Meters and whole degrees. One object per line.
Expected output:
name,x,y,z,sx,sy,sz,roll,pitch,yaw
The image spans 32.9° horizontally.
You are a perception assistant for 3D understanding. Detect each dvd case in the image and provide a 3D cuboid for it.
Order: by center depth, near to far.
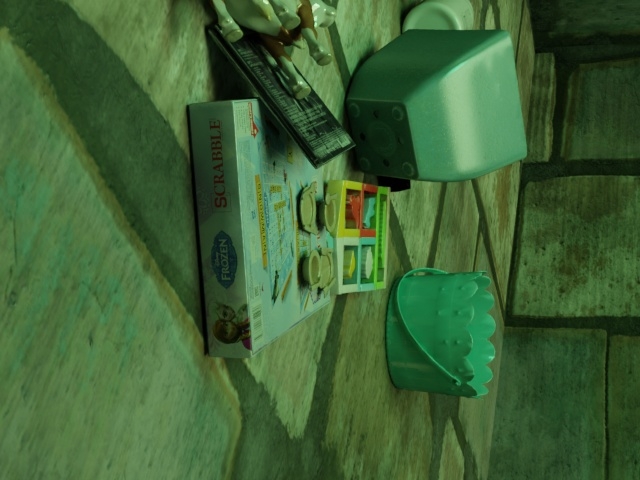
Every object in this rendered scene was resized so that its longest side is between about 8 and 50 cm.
dvd case,-0.046,-0.197,1.427,0.221,0.018,0.164,53,22,-1

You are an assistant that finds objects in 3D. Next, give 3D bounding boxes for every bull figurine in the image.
bull figurine,-0.064,-0.298,1.376,0.310,0.101,0.188,23,36,-58

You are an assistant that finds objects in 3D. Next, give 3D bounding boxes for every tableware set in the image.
tableware set,0.000,0.000,1.540,0.141,0.020,0.169,-11,100,-72

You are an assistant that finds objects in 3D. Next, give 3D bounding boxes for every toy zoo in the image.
toy zoo,0.059,-0.006,1.886,0.293,0.030,0.192,2,90,-68

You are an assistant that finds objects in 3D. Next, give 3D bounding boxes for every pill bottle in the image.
pill bottle,0.266,-0.476,2.377,0.229,0.131,0.131,-51,137,-62

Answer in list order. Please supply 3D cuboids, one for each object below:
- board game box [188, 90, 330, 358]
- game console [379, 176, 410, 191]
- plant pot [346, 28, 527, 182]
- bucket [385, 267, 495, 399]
board game box,-0.073,-0.036,1.461,0.318,0.065,0.319,-25,114,-69
game console,0.181,-0.217,2.262,0.361,0.044,0.213,-20,109,-71
plant pot,0.188,-0.228,1.961,0.252,0.247,0.247,-31,119,-38
bucket,0.252,0.191,2.251,0.281,0.183,0.281,-1,90,-72
